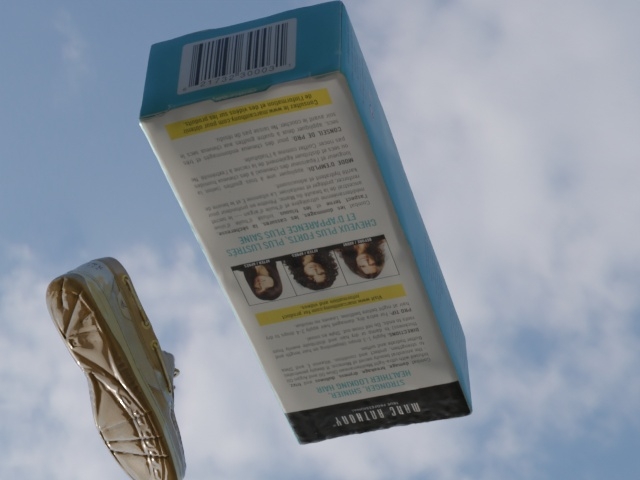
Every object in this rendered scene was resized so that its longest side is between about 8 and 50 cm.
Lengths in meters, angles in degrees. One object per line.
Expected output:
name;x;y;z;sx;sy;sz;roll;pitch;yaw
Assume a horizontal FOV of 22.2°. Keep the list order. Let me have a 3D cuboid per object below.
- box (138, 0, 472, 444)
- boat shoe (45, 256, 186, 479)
box;0.000;0.000;0.829;0.101;0.060;0.244;-12;-48;12
boat shoe;-0.123;0.089;1.096;0.059;0.063;0.170;-39;-64;-47
